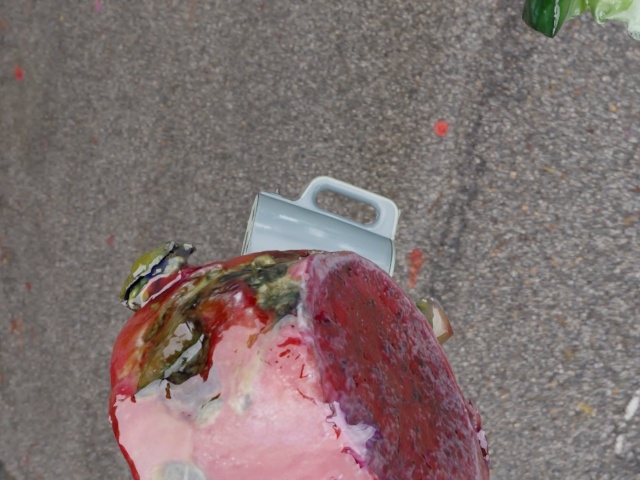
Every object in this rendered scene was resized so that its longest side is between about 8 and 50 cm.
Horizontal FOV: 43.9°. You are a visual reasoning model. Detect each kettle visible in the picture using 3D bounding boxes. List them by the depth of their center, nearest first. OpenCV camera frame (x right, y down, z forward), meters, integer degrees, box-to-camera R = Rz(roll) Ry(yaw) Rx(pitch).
[{"bbox_3d":[0.000,0.000,1.303,0.160,0.243,0.210,146,135,-77],"label":"kettle"}]

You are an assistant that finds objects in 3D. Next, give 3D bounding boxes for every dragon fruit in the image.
[{"bbox_3d":[0.011,0.104,0.435,0.147,0.211,0.282,-33,85,12],"label":"dragon fruit"}]

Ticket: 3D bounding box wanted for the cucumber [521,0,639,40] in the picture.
[{"bbox_3d":[0.279,-0.253,0.696,0.191,0.191,0.130,47,153,35],"label":"cucumber"}]
